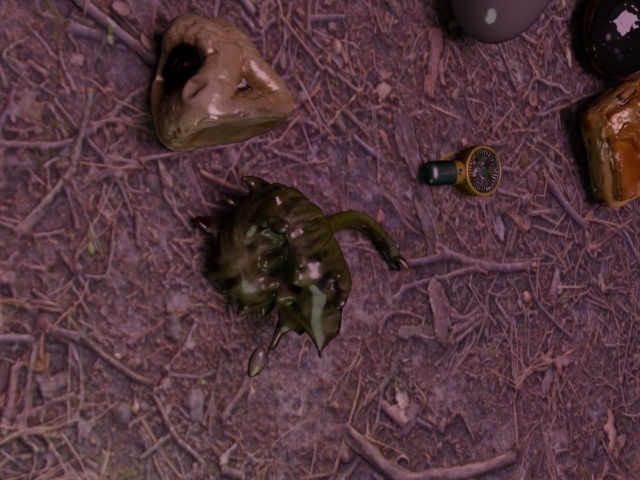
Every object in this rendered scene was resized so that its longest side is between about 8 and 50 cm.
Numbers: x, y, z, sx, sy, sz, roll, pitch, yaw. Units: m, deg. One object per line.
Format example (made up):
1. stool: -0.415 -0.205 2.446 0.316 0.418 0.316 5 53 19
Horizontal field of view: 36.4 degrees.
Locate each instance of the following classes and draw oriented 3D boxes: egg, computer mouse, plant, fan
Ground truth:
1. egg: 0.283 -0.416 1.497 0.176 0.176 0.232 14 85 -38
2. computer mouse: 0.593 -0.419 1.791 0.323 0.116 0.183 -41 122 -31
3. plant: -0.028 0.007 1.334 0.251 0.180 0.333 68 22 -10
4. fan: 0.221 -0.110 1.543 0.155 0.039 0.082 -5 95 -38

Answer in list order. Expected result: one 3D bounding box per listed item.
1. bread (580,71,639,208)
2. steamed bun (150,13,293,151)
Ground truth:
1. bread: 0.576 -0.190 1.768 0.235 0.099 0.211 -35 124 -29
2. steamed bun: -0.133 -0.203 1.203 0.172 0.140 0.155 -12 86 -41
